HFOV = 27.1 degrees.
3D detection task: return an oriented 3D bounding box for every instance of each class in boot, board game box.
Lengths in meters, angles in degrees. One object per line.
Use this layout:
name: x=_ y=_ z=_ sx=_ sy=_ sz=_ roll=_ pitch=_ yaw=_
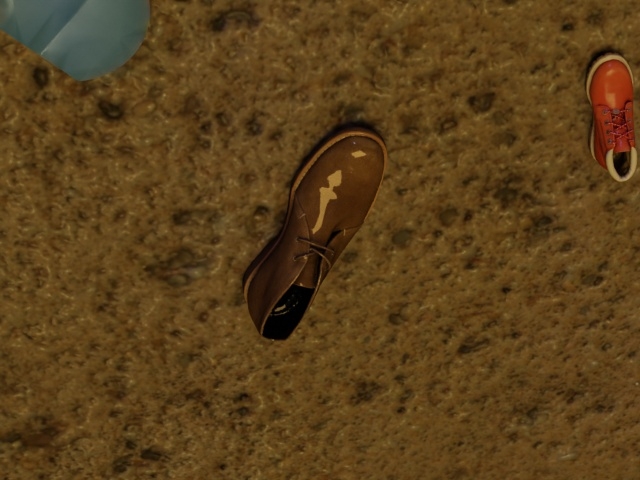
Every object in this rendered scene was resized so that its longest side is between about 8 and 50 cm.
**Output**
boot: x=0.363 y=-0.150 z=1.629 sx=0.059 sy=0.084 sz=0.158 roll=-10 pitch=124 yaw=1
board game box: x=-0.275 y=-0.262 z=1.487 sx=0.168 sy=0.033 sz=0.133 roll=33 pitch=109 yaw=-33
boot: x=0.000 y=0.000 z=1.662 sx=0.112 sy=0.115 sz=0.305 roll=20 pitch=119 yaw=-19
